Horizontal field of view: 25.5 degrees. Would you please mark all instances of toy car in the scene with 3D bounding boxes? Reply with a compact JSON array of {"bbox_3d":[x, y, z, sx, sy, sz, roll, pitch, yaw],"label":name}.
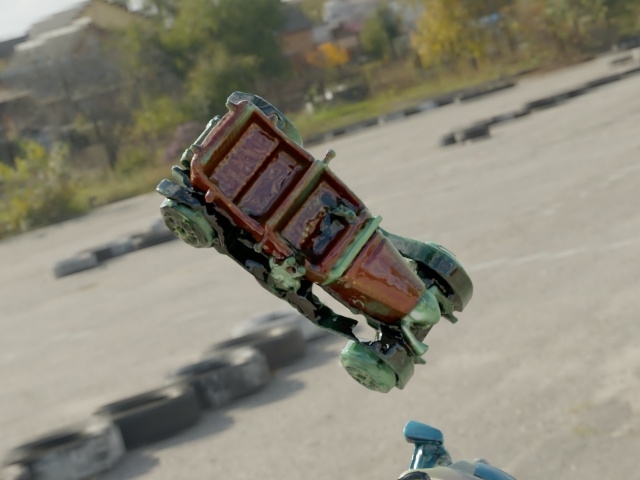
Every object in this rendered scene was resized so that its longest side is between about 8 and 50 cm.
[{"bbox_3d":[0.129,0.206,1.086,0.161,0.098,0.126,5,-30,18],"label":"toy car"},{"bbox_3d":[0.000,0.000,0.623,0.073,0.143,0.054,-51,4,-20],"label":"toy car"}]
